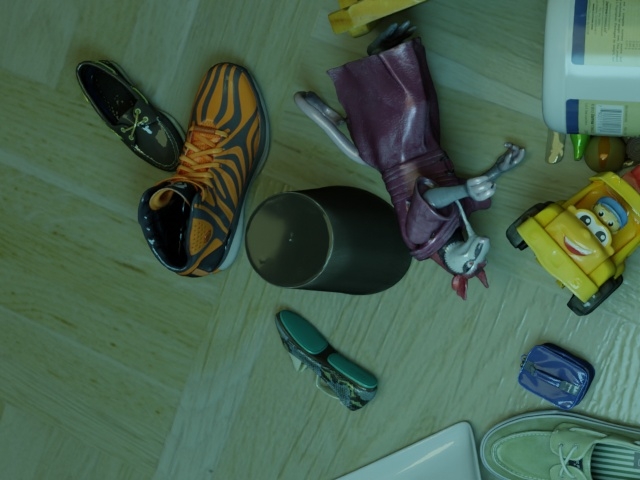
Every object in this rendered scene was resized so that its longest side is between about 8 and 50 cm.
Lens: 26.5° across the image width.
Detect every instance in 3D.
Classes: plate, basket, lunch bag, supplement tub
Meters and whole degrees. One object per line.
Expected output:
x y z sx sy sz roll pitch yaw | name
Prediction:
0.116 0.415 1.857 0.277 0.045 0.278 -28 42 19 | plate
0.000 0.000 1.867 0.204 0.227 0.154 19 97 19 | basket
0.315 0.181 1.832 0.098 0.065 0.067 26 99 18 | lunch bag
0.442 -0.238 1.685 0.316 0.228 0.228 4 92 12 | supplement tub

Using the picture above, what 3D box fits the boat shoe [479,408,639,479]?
0.355 0.284 1.801 0.302 0.094 0.109 -1 90 21 | boat shoe

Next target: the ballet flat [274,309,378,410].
-0.003 0.178 1.959 0.188 0.070 0.070 40 103 20 | ballet flat

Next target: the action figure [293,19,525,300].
0.119 -0.089 1.812 0.275 0.248 0.370 -21 80 21 | action figure

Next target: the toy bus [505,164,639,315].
0.364 -0.020 1.739 0.211 0.220 0.149 -41 80 10 | toy bus

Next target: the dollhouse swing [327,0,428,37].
0.145 -0.442 1.770 0.346 0.305 0.315 -18 84 21 | dollhouse swing

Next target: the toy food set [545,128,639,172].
0.396 -0.155 1.814 0.192 0.038 0.132 5 92 21 | toy food set

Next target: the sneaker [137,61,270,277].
-0.168 -0.103 1.956 0.124 0.180 0.321 7 93 21 | sneaker

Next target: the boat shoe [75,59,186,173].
-0.289 -0.187 2.062 0.228 0.068 0.081 46 105 15 | boat shoe
